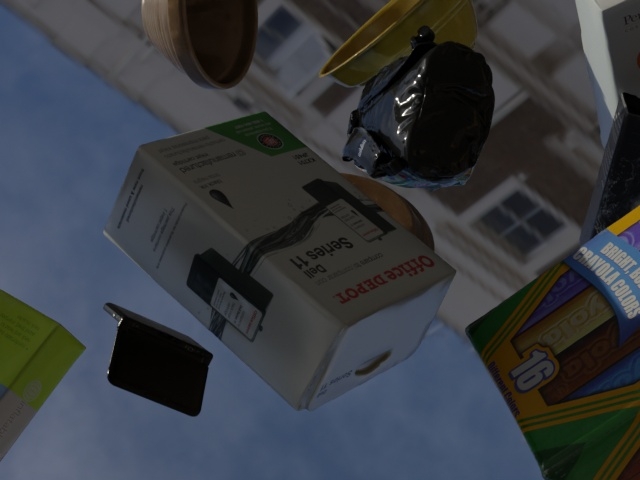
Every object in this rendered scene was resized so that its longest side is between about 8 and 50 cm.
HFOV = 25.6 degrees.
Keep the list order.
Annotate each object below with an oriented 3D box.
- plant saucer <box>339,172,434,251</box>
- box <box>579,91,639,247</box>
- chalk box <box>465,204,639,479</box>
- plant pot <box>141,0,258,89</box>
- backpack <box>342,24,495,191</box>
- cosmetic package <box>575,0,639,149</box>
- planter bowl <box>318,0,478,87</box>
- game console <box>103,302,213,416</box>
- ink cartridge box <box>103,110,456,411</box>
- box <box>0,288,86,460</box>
[{"bbox_3d":[0.000,0.000,1.710,0.277,0.041,0.278,-2,-141,2],"label":"plant saucer"},{"bbox_3d":[0.340,-0.039,1.325,0.156,0.158,0.093,14,-161,4],"label":"box"},{"bbox_3d":[0.283,0.078,0.982,0.180,0.289,0.179,48,-168,-31],"label":"chalk box"},{"bbox_3d":[-0.192,-0.342,2.105,0.237,0.109,0.237,0,-90,-65],"label":"plant pot"},{"bbox_3d":[0.095,-0.110,1.373,0.115,0.182,0.152,23,-100,-16],"label":"backpack"},{"bbox_3d":[0.449,-0.229,1.389,0.284,0.377,0.097,63,-176,-48],"label":"cosmetic package"},{"bbox_3d":[0.108,-0.221,1.560,0.090,0.217,0.217,48,-139,-11],"label":"planter bowl"},{"bbox_3d":[-0.190,0.132,1.572,0.122,0.107,0.071,27,-91,-30],"label":"game console"},{"bbox_3d":[-0.028,0.009,1.022,0.208,0.087,0.153,40,-146,20],"label":"ink cartridge box"},{"bbox_3d":[-0.247,0.113,0.910,0.178,0.109,0.042,-55,-36,-16],"label":"box"}]
